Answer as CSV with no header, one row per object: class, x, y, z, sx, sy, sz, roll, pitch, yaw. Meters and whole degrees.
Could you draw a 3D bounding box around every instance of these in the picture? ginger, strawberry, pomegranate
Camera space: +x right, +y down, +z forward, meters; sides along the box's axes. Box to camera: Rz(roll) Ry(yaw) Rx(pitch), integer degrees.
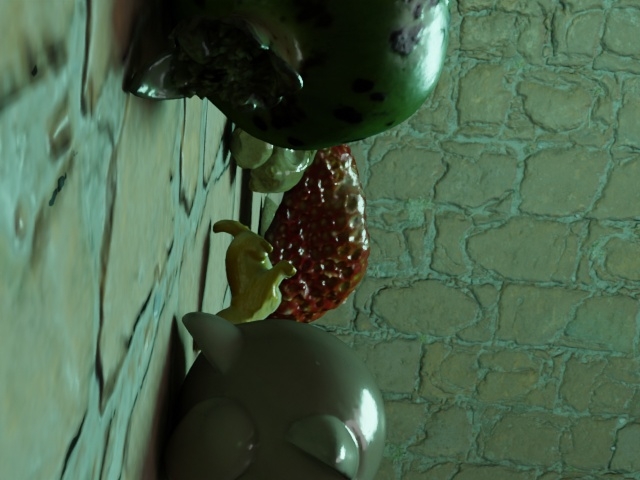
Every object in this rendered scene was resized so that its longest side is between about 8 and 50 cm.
ginger,-0.021,-0.105,0.680,0.149,0.065,0.258,-59,170,1
strawberry,-0.002,0.006,0.915,0.236,0.107,0.175,119,-5,-66
pomegranate,-0.012,-0.086,0.366,0.161,0.122,0.122,-48,150,-50

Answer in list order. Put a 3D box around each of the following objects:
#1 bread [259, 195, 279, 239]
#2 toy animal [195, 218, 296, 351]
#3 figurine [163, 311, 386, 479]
bread,-0.071,0.037,1.157,0.152,0.105,0.077,-52,171,-16
toy animal,-0.058,0.036,0.602,0.083,0.081,0.060,-49,-176,-8
figurine,-0.025,0.103,0.510,0.138,0.125,0.125,73,19,-63
